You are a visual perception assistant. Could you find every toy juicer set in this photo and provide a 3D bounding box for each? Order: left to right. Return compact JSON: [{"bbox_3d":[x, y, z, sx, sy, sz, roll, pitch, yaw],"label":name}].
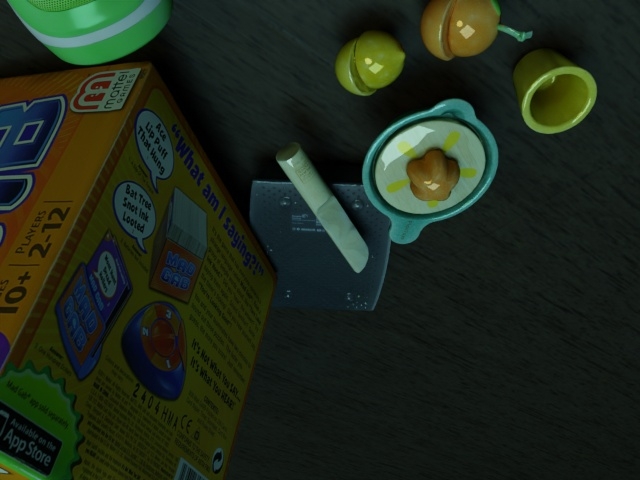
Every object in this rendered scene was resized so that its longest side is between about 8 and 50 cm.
[{"bbox_3d":[0.079,-0.091,0.648,0.209,0.089,0.329,32,121,-29],"label":"toy juicer set"}]

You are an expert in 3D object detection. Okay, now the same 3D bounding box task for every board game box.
[{"bbox_3d":[-0.298,0.086,0.690,0.356,0.356,0.356,-1,143,20],"label":"board game box"}]

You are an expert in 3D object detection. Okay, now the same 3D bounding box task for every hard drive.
[{"bbox_3d":[0.000,0.000,0.846,0.172,0.054,0.254,2,141,1],"label":"hard drive"}]

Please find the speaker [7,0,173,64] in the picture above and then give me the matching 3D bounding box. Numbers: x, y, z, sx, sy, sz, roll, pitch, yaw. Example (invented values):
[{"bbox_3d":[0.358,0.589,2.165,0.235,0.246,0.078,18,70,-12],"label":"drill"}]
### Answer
[{"bbox_3d":[-0.208,-0.270,0.455,0.131,0.131,0.296,-7,141,12],"label":"speaker"}]
